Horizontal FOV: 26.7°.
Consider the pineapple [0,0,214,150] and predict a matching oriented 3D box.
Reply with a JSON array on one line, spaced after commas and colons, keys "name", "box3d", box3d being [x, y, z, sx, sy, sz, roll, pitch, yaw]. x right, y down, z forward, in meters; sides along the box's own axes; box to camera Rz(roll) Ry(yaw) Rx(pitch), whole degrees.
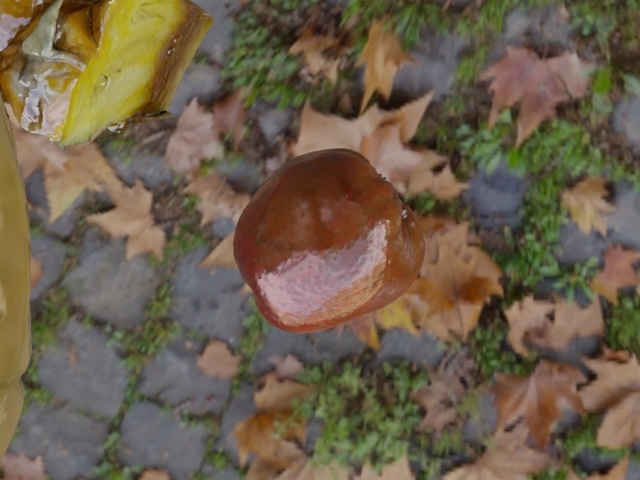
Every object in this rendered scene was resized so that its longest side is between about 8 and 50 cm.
[{"name": "pineapple", "box3d": [-0.152, -0.135, 0.804, 0.186, 0.236, 0.114, 24, 102, -32]}]

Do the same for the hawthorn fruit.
[{"name": "hawthorn fruit", "box3d": [0.000, 0.000, 0.998, 0.138, 0.133, 0.133, -40, 102, 7]}]

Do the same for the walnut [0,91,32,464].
[{"name": "walnut", "box3d": [-0.280, -0.013, 0.318, 0.383, 0.383, 0.384, 3, 112, 7]}]
